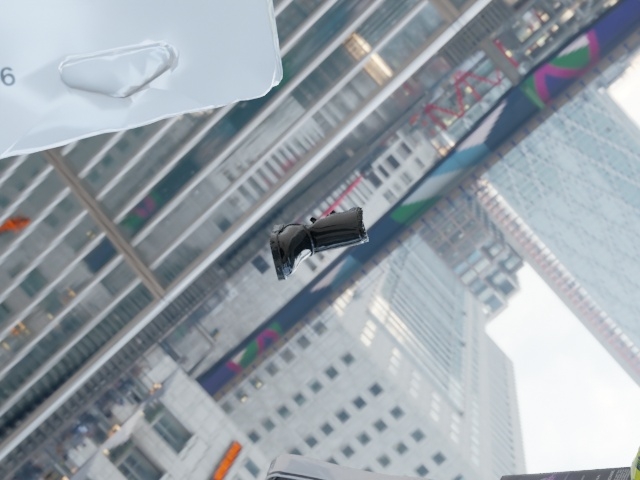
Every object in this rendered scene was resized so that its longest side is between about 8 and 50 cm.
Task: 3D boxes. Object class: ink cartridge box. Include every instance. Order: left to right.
[{"bbox_3d":[-0.266,-0.181,0.650,0.285,0.166,0.394,-24,-155,-39],"label":"ink cartridge box"}]

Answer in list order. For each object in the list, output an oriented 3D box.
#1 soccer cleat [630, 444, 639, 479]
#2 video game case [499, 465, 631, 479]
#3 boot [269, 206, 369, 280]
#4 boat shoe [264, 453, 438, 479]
[{"bbox_3d":[0.232,0.149,0.435,0.289,0.093,0.121,82,20,-58],"label":"soccer cleat"},{"bbox_3d":[0.289,0.371,1.010,0.196,0.026,0.274,-47,-171,-35],"label":"video game case"},{"bbox_3d":[0.000,0.001,0.828,0.099,0.045,0.121,-10,-163,3],"label":"boot"},{"bbox_3d":[0.070,0.342,0.967,0.108,0.301,0.102,89,15,-48],"label":"boat shoe"}]
